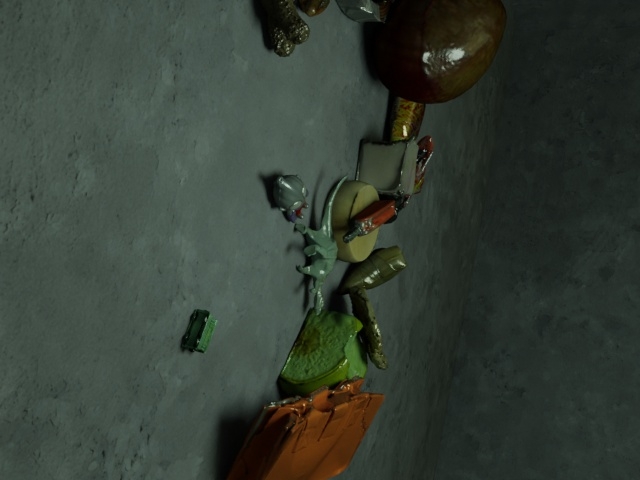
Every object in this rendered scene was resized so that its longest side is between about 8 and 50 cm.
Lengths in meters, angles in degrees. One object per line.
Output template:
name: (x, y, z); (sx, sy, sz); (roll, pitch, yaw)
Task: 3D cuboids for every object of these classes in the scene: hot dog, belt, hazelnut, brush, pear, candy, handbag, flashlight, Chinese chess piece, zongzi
hot dog: (-0.016, -0.615, 1.591); (0.140, 0.060, 0.090); (-52, 136, -41)
belt: (0.122, -0.723, 1.793); (0.261, 0.105, 0.184); (29, 72, -63)
hazelnut: (0.351, -0.623, 1.950); (0.352, 0.421, 0.421); (22, 75, -39)
brush: (0.149, -0.067, 1.832); (0.323, 0.070, 0.051); (-39, 127, -51)
pear: (0.037, 0.367, 1.817); (0.286, 0.176, 0.282); (-63, 150, -33)
candy: (0.219, -0.233, 2.025); (0.137, 0.184, 0.195); (7, 90, -60)
handbag: (-0.035, 0.503, 1.594); (0.410, 0.116, 0.303); (0, 120, -53)
flashlight: (0.225, -0.108, 2.104); (0.232, 0.093, 0.093); (-63, 153, -71)
Chinese chess piece: (0.096, -0.057, 1.912); (0.251, 0.097, 0.251); (-25, 119, -59)
zongzi: (0.147, 0.118, 2.083); (0.256, 0.115, 0.228); (-34, 180, -10)

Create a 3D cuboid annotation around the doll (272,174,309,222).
doll: (-0.074, -0.113, 1.585); (0.102, 0.075, 0.227); (-66, 162, -13)

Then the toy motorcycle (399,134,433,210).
toy motorcycle: (0.332, -0.236, 2.303); (0.171, 0.089, 0.298); (-44, 159, -35)

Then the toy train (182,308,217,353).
toy train: (-0.254, 0.194, 1.334); (0.056, 0.038, 0.093); (61, 43, -59)

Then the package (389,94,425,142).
package: (0.304, -0.439, 2.235); (0.223, 0.108, 0.288); (3, 103, -69)

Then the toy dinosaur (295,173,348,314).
toy dinosaur: (0.000, 0.000, 1.739); (0.205, 0.092, 0.393); (35, 64, -60)

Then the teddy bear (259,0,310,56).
teddy bear: (-0.077, -0.557, 1.417); (0.129, 0.182, 0.251); (12, 86, -27)

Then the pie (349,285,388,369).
pie: (0.146, 0.264, 1.902); (0.274, 0.055, 0.274); (163, -90, -86)
